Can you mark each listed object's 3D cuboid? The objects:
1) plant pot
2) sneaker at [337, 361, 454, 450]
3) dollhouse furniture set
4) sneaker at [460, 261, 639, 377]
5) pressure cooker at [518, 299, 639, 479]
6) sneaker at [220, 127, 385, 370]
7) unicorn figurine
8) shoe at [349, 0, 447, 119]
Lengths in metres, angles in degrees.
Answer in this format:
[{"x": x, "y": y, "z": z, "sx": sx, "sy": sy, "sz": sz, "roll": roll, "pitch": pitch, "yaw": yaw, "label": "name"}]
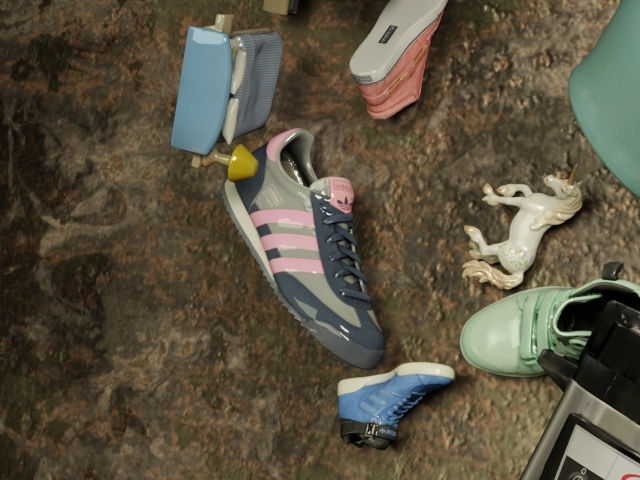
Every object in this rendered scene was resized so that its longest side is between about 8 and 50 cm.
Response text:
[{"x": 0.378, "y": -0.164, "z": 1.199, "sx": 0.255, "sy": 0.271, "sz": 0.272, "roll": -40, "pitch": 58, "yaw": 35, "label": "plant pot"}, {"x": 0.082, "y": 0.185, "z": 1.412, "sx": 0.152, "sy": 0.058, "sz": 0.085, "roll": -16, "pitch": 63, "yaw": 34, "label": "sneaker"}, {"x": -0.013, "y": -0.222, "z": 1.522, "sx": 0.198, "sy": 0.286, "sz": 0.303, "roll": 15, "pitch": 104, "yaw": 14, "label": "dollhouse furniture set"}, {"x": 0.229, "y": 0.078, "z": 1.287, "sx": 0.256, "sy": 0.151, "sz": 0.094, "roll": -10, "pitch": 73, "yaw": 33, "label": "sneaker"}, {"x": 0.329, "y": 0.250, "z": 1.046, "sx": 0.370, "sy": 0.375, "sz": 0.420, "roll": 27, "pitch": 93, "yaw": -7, "label": "pressure cooker"}, {"x": 0.000, "y": 0.000, "z": 1.488, "sx": 0.131, "sy": 0.112, "sz": 0.319, "roll": -46, "pitch": 58, "yaw": 18, "label": "sneaker"}, {"x": 0.217, "y": -0.022, "z": 1.387, "sx": 0.111, "sy": 0.060, "sz": 0.162, "roll": 26, "pitch": 108, "yaw": 36, "label": "unicorn figurine"}, {"x": 0.099, "y": -0.223, "z": 1.515, "sx": 0.063, "sy": 0.081, "sz": 0.178, "roll": 18, "pitch": 58, "yaw": 33, "label": "shoe"}]
